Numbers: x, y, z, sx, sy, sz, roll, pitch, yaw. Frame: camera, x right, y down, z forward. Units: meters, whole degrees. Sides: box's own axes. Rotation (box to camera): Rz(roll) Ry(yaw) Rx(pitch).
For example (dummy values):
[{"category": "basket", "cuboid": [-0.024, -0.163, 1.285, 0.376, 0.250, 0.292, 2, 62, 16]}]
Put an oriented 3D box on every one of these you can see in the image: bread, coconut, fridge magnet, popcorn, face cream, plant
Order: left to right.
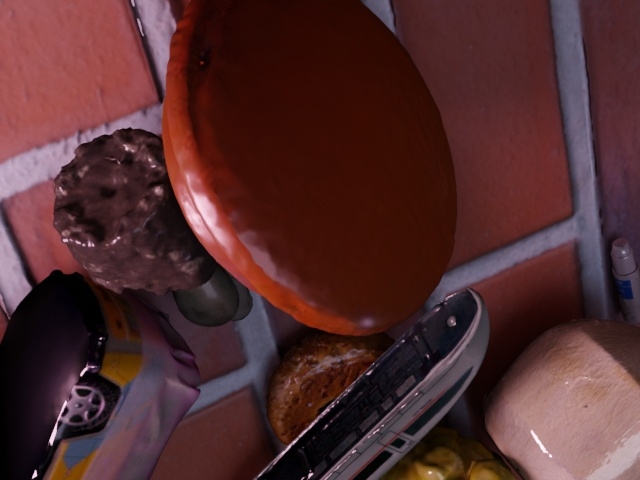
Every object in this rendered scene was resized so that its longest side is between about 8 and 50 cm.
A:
[{"category": "plant", "cuboid": [-0.144, 0.000, 1.239, 0.147, 0.149, 0.274, -8, 153, 27]}, {"category": "fridge magnet", "cuboid": [-0.007, -0.084, 1.165, 0.155, 0.363, 0.364, -22, 139, 39]}, {"category": "bread", "cuboid": [0.023, 0.176, 1.470, 0.193, 0.064, 0.193, -11, 127, -16]}, {"category": "popcorn", "cuboid": [0.169, 0.356, 1.545, 0.235, 0.242, 0.250, 0, 105, -17]}, {"category": "coconut", "cuboid": [0.340, 0.212, 1.538, 0.247, 0.245, 0.245, -41, 127, -1]}, {"category": "face cream", "cuboid": [0.394, 0.049, 1.593, 0.034, 0.034, 0.130, -28, 127, -9]}]

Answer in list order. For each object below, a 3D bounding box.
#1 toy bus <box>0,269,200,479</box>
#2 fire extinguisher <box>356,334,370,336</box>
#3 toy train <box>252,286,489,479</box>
[{"category": "toy bus", "cuboid": [-0.269, 0.219, 1.293, 0.162, 0.171, 0.386, 13, 112, -43]}, {"category": "fire extinguisher", "cuboid": [0.007, 0.001, 1.342, 0.106, 0.075, 0.252, -40, 130, -24]}, {"category": "toy train", "cuboid": [0.062, 0.216, 1.417, 0.088, 0.086, 0.407, 32, 111, -36]}]
